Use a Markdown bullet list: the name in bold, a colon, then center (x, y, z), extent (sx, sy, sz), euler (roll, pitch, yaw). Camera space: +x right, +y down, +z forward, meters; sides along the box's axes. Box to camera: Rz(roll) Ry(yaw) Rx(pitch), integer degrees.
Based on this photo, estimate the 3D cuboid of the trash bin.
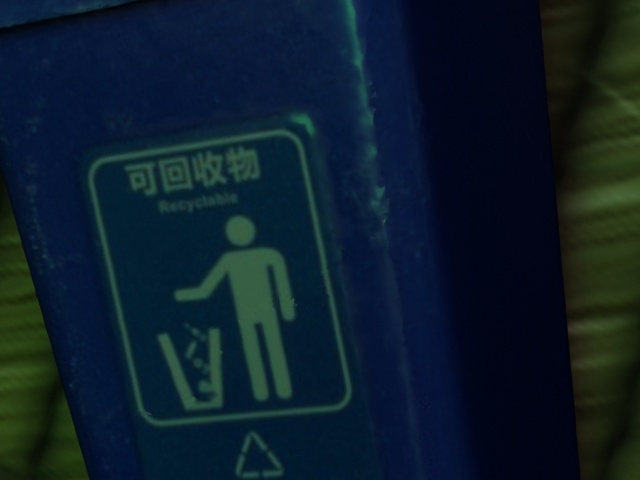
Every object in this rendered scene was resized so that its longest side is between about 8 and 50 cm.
- **trash bin**: center (0.000, 0.000, 0.556), extent (0.162, 0.184, 0.235), euler (-8, 95, 26)
